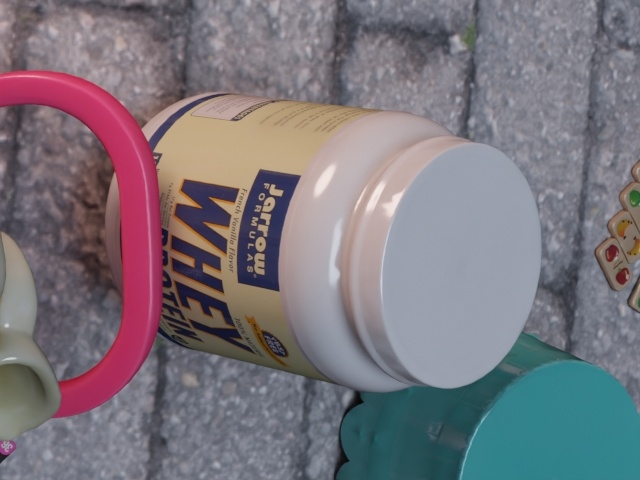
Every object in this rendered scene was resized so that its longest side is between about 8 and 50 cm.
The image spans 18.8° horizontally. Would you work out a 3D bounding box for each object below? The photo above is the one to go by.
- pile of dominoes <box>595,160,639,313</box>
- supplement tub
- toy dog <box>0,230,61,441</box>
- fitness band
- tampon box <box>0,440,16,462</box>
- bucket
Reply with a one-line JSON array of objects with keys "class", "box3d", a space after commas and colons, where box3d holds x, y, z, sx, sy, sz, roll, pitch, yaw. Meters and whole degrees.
[{"class": "pile of dominoes", "box3d": [0.410, -0.027, 2.113, 0.196, 0.040, 0.251, 32, 80, -34]}, {"class": "supplement tub", "box3d": [0.000, 0.000, 1.645, 0.235, 0.325, 0.235, -10, 104, -44]}, {"class": "toy dog", "box3d": [-0.375, -0.073, 1.383, 0.284, 0.395, 0.408, -13, 67, -11]}, {"class": "fitness band", "box3d": [-0.234, 0.004, 1.601, 0.209, 0.054, 0.291, 0, 101, 6]}, {"class": "tampon box", "box3d": [-0.359, 0.174, 1.588, 0.161, 0.101, 0.120, -45, 120, -19]}, {"class": "bucket", "box3d": [0.174, 0.218, 1.910, 0.281, 0.183, 0.281, -7, 103, -33]}]
